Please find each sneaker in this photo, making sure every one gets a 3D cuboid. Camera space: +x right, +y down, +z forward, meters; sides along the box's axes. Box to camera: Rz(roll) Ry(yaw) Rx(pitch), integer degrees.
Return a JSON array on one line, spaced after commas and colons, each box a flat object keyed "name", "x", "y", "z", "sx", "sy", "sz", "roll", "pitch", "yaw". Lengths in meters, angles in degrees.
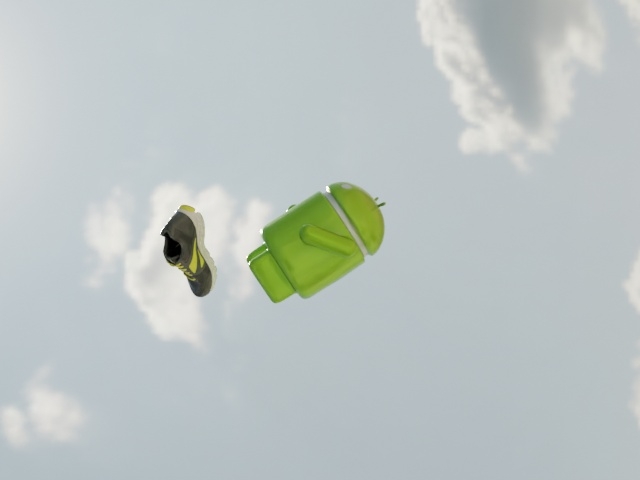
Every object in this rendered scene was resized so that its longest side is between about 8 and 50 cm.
[{"name": "sneaker", "x": -0.106, "y": 0.013, "z": 0.948, "sx": 0.035, "sy": 0.031, "sz": 0.083, "roll": -40, "pitch": -47, "yaw": -37}]

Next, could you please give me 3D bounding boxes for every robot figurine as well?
[{"name": "robot figurine", "x": 0.000, "y": 0.000, "z": 0.944, "sx": 0.067, "sy": 0.115, "sz": 0.101, "roll": 57, "pitch": 179, "yaw": -11}]
